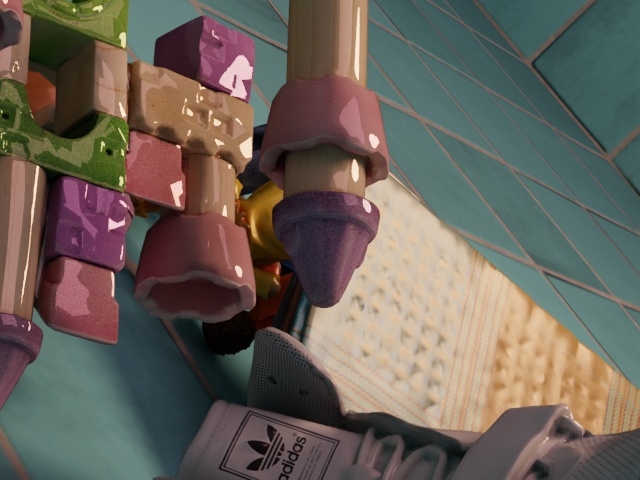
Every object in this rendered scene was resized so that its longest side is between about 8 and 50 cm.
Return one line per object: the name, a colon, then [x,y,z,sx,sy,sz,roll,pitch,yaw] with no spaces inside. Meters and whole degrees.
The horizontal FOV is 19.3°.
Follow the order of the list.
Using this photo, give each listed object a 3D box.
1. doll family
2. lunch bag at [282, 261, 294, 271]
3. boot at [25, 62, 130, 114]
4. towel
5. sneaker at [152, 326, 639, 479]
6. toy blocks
doll family: [-0.054,-0.032,1.288,0.263,0.163,0.118,-115,-170,-52]
lunch bag: [0.000,0.000,1.502,0.067,0.065,0.098,35,12,23]
boot: [-0.201,-0.113,1.265,0.152,0.073,0.197,26,7,-17]
towel: [0.100,0.145,1.205,0.370,0.040,0.271,39,52,-29]
sneaker: [0.046,0.132,0.886,0.210,0.366,0.137,35,58,-7]
toy blocks: [-0.155,-0.018,0.959,0.288,0.309,0.260,19,62,-36]
